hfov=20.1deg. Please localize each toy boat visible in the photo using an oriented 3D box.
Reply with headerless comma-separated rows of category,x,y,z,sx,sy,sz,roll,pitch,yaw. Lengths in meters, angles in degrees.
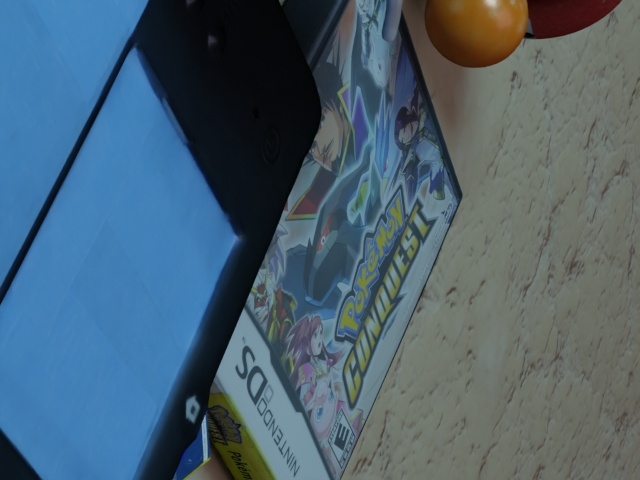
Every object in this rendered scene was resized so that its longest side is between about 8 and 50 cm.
toy boat,0.099,-0.171,1.045,0.231,0.151,0.151,40,59,-63

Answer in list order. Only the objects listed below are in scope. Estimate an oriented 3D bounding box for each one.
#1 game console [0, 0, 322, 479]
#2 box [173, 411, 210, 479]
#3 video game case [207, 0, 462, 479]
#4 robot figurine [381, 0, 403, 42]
game console,-0.119,-0.021,0.699,0.342,0.060,0.386,58,43,-43
box,-0.116,0.106,0.825,0.169,0.054,0.059,-35,129,-55
video game case,0.000,0.000,1.046,0.275,0.035,0.248,-64,150,-30
robot figurine,0.034,-0.271,0.772,0.200,0.300,0.353,-8,85,-20
